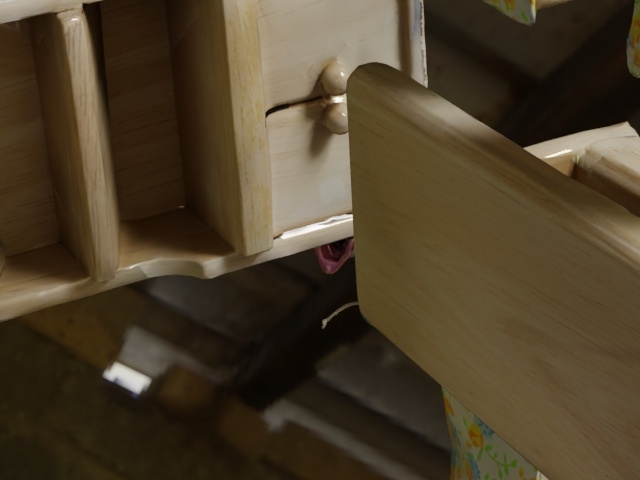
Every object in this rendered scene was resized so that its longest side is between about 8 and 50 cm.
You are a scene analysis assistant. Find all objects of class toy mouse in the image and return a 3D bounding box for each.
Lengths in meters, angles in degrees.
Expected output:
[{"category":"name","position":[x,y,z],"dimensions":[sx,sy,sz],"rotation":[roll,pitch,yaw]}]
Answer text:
[{"category":"toy mouse","position":[0.041,0.014,1.317],"dimensions":[0.161,0.031,0.143],"rotation":[41,-59,21]}]

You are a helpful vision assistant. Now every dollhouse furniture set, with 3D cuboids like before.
[{"category":"dollhouse furniture set","position":[0.000,0.000,0.669],"dimensions":[0.394,0.256,0.362],"rotation":[40,-39,53]}]
